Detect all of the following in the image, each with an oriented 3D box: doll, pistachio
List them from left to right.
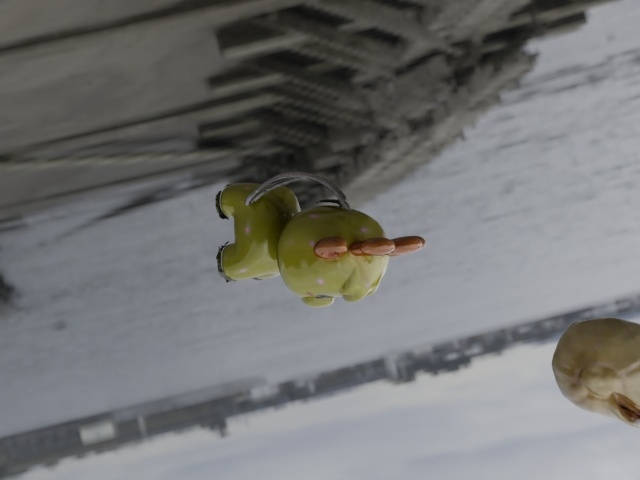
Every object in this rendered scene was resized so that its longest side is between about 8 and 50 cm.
[{"bbox_3d":[0.000,0.000,1.444,0.221,0.135,0.143,3,-179,43],"label":"doll"},{"bbox_3d":[0.355,0.146,1.663,0.200,0.145,0.117,11,132,-41],"label":"pistachio"}]
